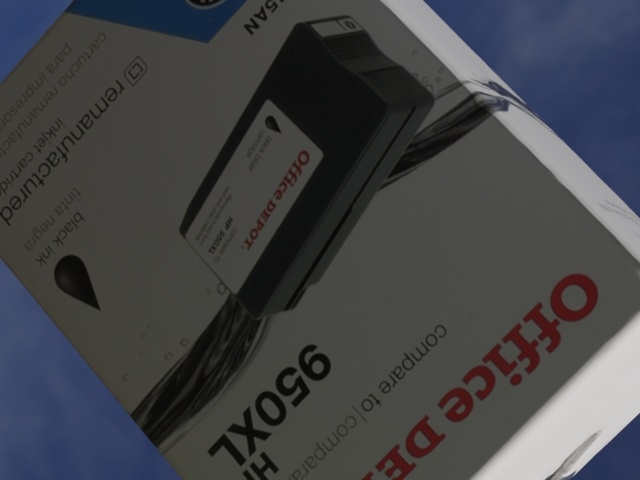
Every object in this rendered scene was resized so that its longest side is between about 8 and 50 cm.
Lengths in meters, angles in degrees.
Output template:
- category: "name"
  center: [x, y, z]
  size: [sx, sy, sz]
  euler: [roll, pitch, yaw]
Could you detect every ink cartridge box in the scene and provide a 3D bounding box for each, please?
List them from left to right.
- category: "ink cartridge box"
  center: [0.000, 0.000, 1.082]
  size: [0.285, 0.166, 0.395]
  euler: [-47, -111, 11]
